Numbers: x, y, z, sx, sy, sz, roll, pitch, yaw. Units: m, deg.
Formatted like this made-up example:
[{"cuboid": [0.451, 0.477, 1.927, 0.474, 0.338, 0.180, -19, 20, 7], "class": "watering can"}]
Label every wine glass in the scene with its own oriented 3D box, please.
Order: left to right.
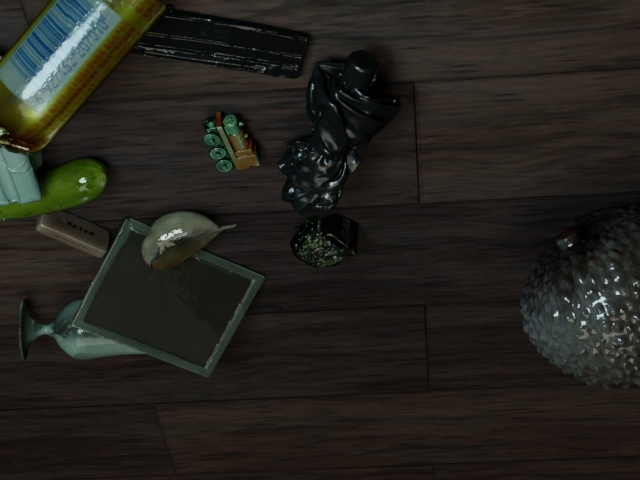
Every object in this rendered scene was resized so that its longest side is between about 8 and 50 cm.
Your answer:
[{"cuboid": [-0.369, 0.143, 2.213, 0.231, 0.103, 0.103, -1, 139, -3], "class": "wine glass"}]

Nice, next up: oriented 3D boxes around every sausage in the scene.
[{"cuboid": [-0.325, -0.217, 1.692, 0.317, 0.117, 0.125, -47, 144, 9], "class": "sausage"}]

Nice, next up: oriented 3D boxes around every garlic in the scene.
[{"cuboid": [-0.214, -0.010, 2.064, 0.152, 0.066, 0.084, -36, 151, 20], "class": "garlic"}]

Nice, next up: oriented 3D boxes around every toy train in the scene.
[{"cuboid": [-0.128, -0.140, 1.924, 0.064, 0.044, 0.103, -13, 140, 10], "class": "toy train"}]

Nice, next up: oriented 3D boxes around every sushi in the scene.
[{"cuboid": [0.000, 0.000, 2.079, 0.085, 0.056, 0.083, 22, 142, -25], "class": "sushi"}]

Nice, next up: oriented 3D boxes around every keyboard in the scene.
[{"cuboid": [-0.142, -0.263, 1.799, 0.251, 0.017, 0.087, 8, 140, -8], "class": "keyboard"}]

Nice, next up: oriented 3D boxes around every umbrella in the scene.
[{"cuboid": [0.022, -0.152, 1.864, 0.122, 0.110, 0.272, 37, 136, 11], "class": "umbrella"}]

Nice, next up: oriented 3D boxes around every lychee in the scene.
[{"cuboid": [0.434, 0.091, 1.986, 0.300, 0.300, 0.300, 0, 139, 0], "class": "lychee"}]

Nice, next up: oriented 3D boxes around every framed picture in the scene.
[{"cuboid": [-0.240, 0.093, 2.149, 0.252, 0.014, 0.197, 24, 102, -25], "class": "framed picture"}]

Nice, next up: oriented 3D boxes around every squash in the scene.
[{"cuboid": [-0.396, -0.070, 1.990, 0.201, 0.066, 0.066, -18, 136, 21], "class": "squash"}]

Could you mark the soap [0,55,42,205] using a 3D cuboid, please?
[{"cuboid": [-0.486, -0.157, 1.831, 0.173, 0.095, 0.289, -5, 148, -1], "class": "soap"}]

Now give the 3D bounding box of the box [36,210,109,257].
[{"cuboid": [-0.375, -0.015, 2.067, 0.115, 0.048, 0.025, 26, 137, -25], "class": "box"}]
